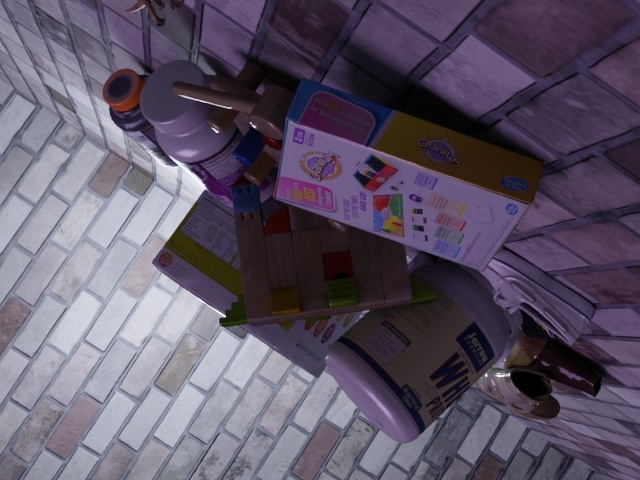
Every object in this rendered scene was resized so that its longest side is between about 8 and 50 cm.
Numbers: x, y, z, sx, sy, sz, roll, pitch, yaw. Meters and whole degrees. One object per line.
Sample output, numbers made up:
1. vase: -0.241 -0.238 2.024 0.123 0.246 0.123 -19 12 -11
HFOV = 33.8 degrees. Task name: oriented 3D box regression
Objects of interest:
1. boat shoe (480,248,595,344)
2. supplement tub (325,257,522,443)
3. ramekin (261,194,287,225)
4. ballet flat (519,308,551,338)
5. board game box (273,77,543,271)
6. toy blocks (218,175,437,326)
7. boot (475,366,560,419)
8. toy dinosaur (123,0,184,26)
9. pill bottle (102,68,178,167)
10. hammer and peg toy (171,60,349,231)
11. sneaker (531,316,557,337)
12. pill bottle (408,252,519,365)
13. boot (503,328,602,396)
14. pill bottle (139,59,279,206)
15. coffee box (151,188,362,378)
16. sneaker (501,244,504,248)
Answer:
1. boat shoe: 0.337 0.084 1.786 0.258 0.084 0.095 31 172 12
2. supplement tub: 0.196 0.194 1.979 0.235 0.325 0.235 46 167 13
3. ramekin: -0.031 -0.049 2.016 0.207 0.207 0.109 31 163 15
4. ballet flat: 0.418 0.156 2.093 0.057 0.049 0.173 -12 148 34
5. board game box: 0.103 -0.077 1.380 0.316 0.064 0.242 20 157 1
6. toy blocks: 0.000 0.000 1.863 0.381 0.261 0.191 -8 169 0
7. boot: 0.460 0.332 2.279 0.213 0.077 0.165 28 163 -14
8. toy dinosaur: -0.252 -0.368 1.560 0.092 0.053 0.183 48 165 5
9. pill bottle: -0.358 -0.264 2.223 0.130 0.130 0.246 28 170 32
10. hammer and peg toy: -0.056 -0.173 1.631 0.266 0.127 0.361 29 168 26
11. sneaker: 0.437 0.156 2.041 0.083 0.031 0.035 42 -178 -27
12. pill bottle: 0.278 0.152 2.187 0.264 0.146 0.146 33 172 -4
13. boot: 0.508 0.288 2.297 0.207 0.090 0.248 32 168 20
14. pill bottle: -0.192 -0.191 1.884 0.169 0.169 0.301 27 170 34
15. coffee box: -0.085 0.044 2.263 0.338 0.334 0.337 32 173 21
16. sneaker: 0.180 -0.056 1.648 0.221 0.087 0.128 14 155 29
